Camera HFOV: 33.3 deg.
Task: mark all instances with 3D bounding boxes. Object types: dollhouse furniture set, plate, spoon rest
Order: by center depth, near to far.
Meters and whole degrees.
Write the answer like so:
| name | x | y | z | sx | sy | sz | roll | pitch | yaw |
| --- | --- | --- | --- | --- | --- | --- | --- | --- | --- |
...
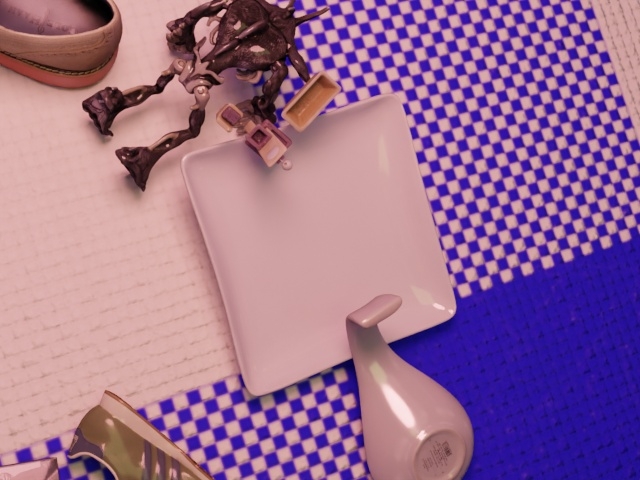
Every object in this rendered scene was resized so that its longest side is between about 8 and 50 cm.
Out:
| name | x | y | z | sx | sy | sz | roll | pitch | yaw |
| --- | --- | --- | --- | --- | --- | --- | --- | --- | --- |
| dollhouse furniture set | -0.033 | -0.130 | 1.095 | 0.114 | 0.081 | 0.091 | -46 | 122 | 6 |
| spoon rest | 0.093 | 0.179 | 1.200 | 0.137 | 0.084 | 0.276 | -30 | 115 | -19 |
| plate | 0.000 | 0.000 | 1.210 | 0.278 | 0.045 | 0.277 | -20 | 99 | -22 |

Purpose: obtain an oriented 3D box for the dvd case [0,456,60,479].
| name | x | y | z | sx | sy | sz | roll | pitch | yaw |
| --- | --- | --- | --- | --- | --- | --- | --- | --- | --- |
| dvd case | -0.363 | 0.318 | 1.033 | 0.239 | 0.029 | 0.179 | -6 | 71 | -20 |

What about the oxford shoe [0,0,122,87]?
| name | x | y | z | sx | sy | sz | roll | pitch | yaw |
| --- | --- | --- | --- | --- | --- | --- | --- | --- | --- |
| oxford shoe | -0.389 | -0.274 | 1.082 | 0.397 | 0.146 | 0.140 | 12 | 77 | -17 |

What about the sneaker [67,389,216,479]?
| name | x | y | z | sx | sy | sz | roll | pitch | yaw |
| --- | --- | --- | --- | --- | --- | --- | --- | --- | --- |
| sneaker | -0.178 | 0.248 | 1.117 | 0.192 | 0.064 | 0.086 | 42 | 77 | -8 |

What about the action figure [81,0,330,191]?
| name | x | y | z | sx | sy | sz | roll | pitch | yaw |
| --- | --- | --- | --- | --- | --- | --- | --- | --- | --- |
| action figure | -0.119 | -0.184 | 1.173 | 0.276 | 0.141 | 0.164 | -35 | 92 | -6 |
